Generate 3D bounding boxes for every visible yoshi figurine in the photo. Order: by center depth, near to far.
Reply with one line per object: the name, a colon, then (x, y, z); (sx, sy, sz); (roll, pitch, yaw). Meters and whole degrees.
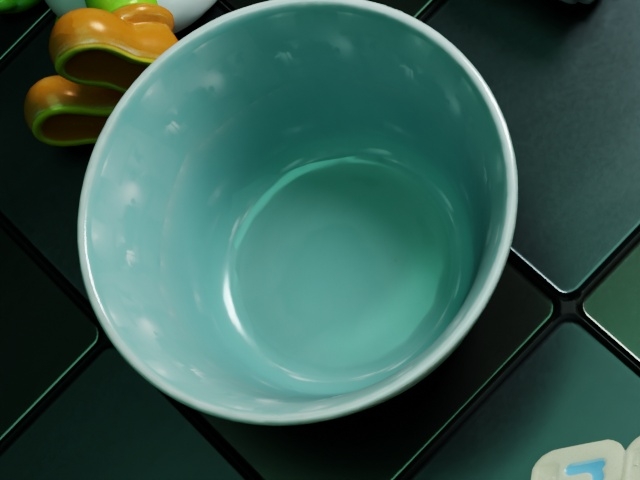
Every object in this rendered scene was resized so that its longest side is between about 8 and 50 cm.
yoshi figurine: (-0.209, -0.270, 1.476); (0.204, 0.203, 0.362); (-13, 65, 18)

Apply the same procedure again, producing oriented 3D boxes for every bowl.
bowl: (0.000, 0.000, 1.330); (0.312, 0.163, 0.311); (-5, 69, 14)

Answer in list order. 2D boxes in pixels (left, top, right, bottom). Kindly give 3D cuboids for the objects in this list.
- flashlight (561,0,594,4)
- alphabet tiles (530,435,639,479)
flashlight: (0.092, -0.283, 1.443); (0.304, 0.103, 0.103); (30, 55, 24)
alphabet tiles: (0.186, 0.237, 1.184); (0.278, 0.021, 0.284); (-15, 37, 28)
